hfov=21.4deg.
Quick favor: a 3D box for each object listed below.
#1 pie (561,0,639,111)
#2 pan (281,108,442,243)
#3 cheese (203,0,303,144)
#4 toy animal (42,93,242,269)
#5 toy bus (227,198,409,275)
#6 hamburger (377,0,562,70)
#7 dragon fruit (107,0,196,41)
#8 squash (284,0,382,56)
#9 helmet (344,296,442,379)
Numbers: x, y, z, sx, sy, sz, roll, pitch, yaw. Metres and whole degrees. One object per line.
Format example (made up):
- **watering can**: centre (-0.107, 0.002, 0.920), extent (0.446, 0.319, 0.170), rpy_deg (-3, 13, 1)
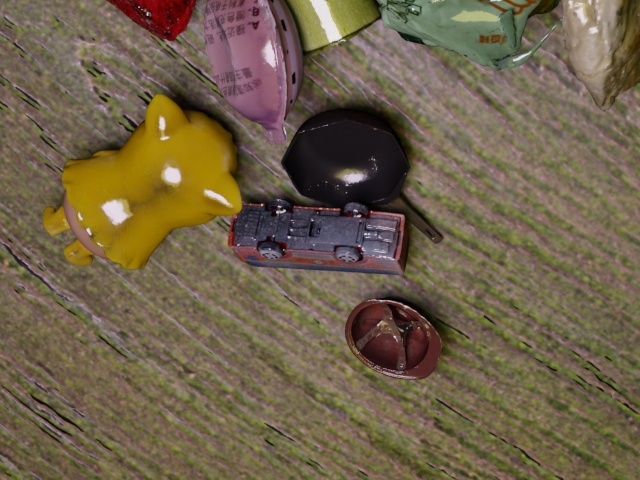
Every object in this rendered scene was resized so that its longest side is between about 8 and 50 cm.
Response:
- **pie**: centre (0.303, -0.290, 1.548), extent (0.075, 0.337, 0.337), rpy_deg (15, 117, 30)
- **pan**: centre (0.042, -0.069, 1.828), extent (0.128, 0.048, 0.202), rpy_deg (-11, 135, 20)
- **cheese**: centre (-0.079, -0.236, 1.727), extent (0.074, 0.189, 0.286), rpy_deg (-15, 94, -19)
- **toy animal**: centre (-0.197, -0.052, 1.832), extent (0.230, 0.156, 0.156), rpy_deg (-33, 103, 25)
- **toy bus**: centre (0.000, 0.000, 1.838), extent (0.192, 0.065, 0.077), rpy_deg (3, 156, 16)
- **hamburger**: centre (0.158, -0.258, 1.617), extent (0.260, 0.150, 0.276), rpy_deg (-21, 144, 19)
- **dragon fruit**: centre (-0.191, -0.294, 1.766), extent (0.162, 0.083, 0.106), rpy_deg (44, 71, -22)
- **squash**: centre (-0.019, -0.306, 1.729), extent (0.094, 0.094, 0.224), rpy_deg (-21, 98, 19)
- **helmet**: centre (0.086, 0.101, 1.883), extent (0.111, 0.057, 0.089), rpy_deg (28, 112, 4)
